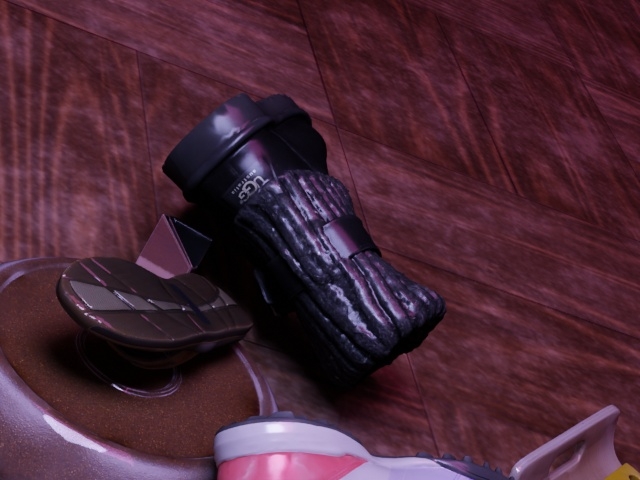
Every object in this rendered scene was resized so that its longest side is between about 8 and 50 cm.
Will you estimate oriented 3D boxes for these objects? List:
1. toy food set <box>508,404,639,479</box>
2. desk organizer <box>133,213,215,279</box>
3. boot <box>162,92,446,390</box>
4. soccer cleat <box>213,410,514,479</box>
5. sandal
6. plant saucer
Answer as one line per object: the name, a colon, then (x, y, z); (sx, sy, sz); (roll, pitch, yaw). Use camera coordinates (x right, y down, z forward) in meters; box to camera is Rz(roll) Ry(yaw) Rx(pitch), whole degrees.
toy food set: (0.322, 0.268, 1.459); (0.306, 0.092, 0.219); (40, 28, 19)
desk organizer: (-0.123, 0.010, 1.447); (0.047, 0.050, 0.130); (30, 0, -1)
boot: (-0.003, 0.003, 1.543); (0.260, 0.131, 0.348); (46, 10, 4)
soccer cleat: (0.046, 0.216, 1.284); (0.318, 0.108, 0.116); (21, 60, -42)
sandal: (-0.129, 0.062, 1.302); (0.090, 0.060, 0.219); (46, 15, 18)
plant saucer: (-0.155, 0.106, 1.310); (0.310, 0.050, 0.311); (23, 27, -12)
